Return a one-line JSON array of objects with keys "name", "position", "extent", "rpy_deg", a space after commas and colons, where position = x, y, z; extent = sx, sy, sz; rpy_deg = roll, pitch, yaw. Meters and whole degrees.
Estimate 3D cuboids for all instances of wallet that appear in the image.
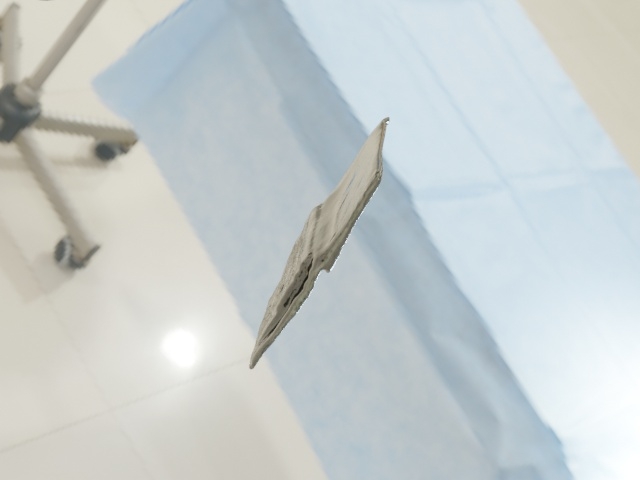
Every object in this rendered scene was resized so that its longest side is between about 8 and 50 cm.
[{"name": "wallet", "position": [0.000, 0.000, 1.712], "extent": [0.041, 0.323, 0.247], "rpy_deg": [31, 22, -9]}]
